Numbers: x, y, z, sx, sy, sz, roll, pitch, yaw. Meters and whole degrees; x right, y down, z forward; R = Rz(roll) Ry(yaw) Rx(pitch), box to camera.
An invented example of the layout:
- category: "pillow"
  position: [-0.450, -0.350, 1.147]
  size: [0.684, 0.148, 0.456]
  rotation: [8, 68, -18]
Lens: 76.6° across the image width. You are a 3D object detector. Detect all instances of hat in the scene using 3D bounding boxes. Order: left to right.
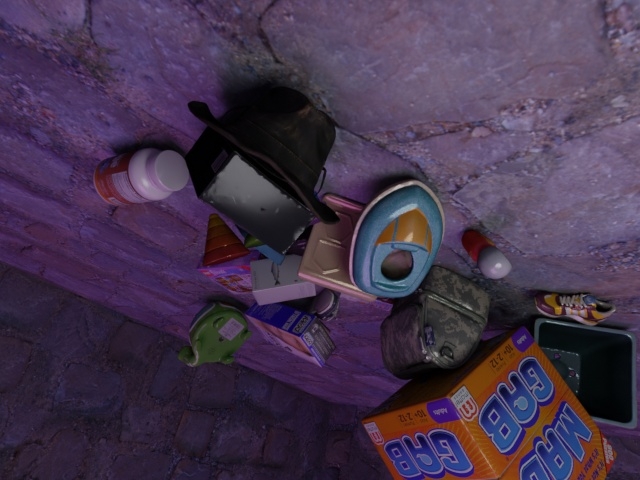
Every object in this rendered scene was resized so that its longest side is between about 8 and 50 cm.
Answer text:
- category: "hat"
  position: [-0.051, -0.167, 0.671]
  size: [0.331, 0.134, 0.331]
  rotation: [41, -175, -5]

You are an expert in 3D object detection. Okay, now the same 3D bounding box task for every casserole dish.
- category: "casserole dish"
  position: [-0.158, -0.004, 1.110]
  size: [0.037, 0.114, 0.188]
  rotation: [-41, 129, 6]

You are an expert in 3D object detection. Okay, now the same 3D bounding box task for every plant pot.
- category: "plant pot"
  position: [0.734, 0.383, 1.201]
  size: [0.248, 0.246, 0.252]
  rotation: [7, 165, 16]

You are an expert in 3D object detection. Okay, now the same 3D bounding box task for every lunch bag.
- category: "lunch bag"
  position: [0.303, 0.251, 1.130]
  size: [0.213, 0.255, 0.305]
  rotation: [27, 151, -2]

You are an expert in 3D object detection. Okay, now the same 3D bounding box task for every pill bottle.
- category: "pill bottle"
  position: [-0.418, -0.150, 0.951]
  size: [0.216, 0.121, 0.121]
  rotation: [-3, 146, 31]

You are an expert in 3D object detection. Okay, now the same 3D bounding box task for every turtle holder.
- category: "turtle holder"
  position: [-0.476, 0.424, 1.820]
  size: [0.244, 0.320, 0.227]
  rotation: [13, -164, -35]

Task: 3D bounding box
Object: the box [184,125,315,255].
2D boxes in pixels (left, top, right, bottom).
- category: "box"
  position: [-0.142, -0.106, 0.762]
  size: [0.184, 0.103, 0.261]
  rotation: [34, -172, -32]

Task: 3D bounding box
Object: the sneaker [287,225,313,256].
- category: "sneaker"
  position: [0.000, 0.000, 1.046]
  size: [0.287, 0.108, 0.130]
  rotation: [13, 162, 21]

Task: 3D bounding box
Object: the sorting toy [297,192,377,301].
- category: "sorting toy"
  position: [0.066, 0.017, 0.940]
  size: [0.193, 0.208, 0.038]
  rotation: [19, 178, -5]

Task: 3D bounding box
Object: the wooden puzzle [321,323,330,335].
- category: "wooden puzzle"
  position: [-0.101, 0.372, 1.804]
  size: [0.239, 0.044, 0.221]
  rotation: [-5, 145, 26]

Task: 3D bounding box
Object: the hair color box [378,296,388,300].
- category: "hair color box"
  position: [0.195, 0.133, 1.219]
  size: [0.072, 0.043, 0.141]
  rotation: [18, 152, -5]

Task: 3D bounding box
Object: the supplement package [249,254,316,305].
- category: "supplement package"
  position: [-0.112, 0.115, 1.218]
  size: [0.180, 0.105, 0.105]
  rotation: [-10, 149, -3]

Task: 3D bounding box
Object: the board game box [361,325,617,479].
- category: "board game box"
  position: [0.403, 0.494, 1.022]
  size: [0.356, 0.357, 0.356]
  rotation: [58, 142, 14]

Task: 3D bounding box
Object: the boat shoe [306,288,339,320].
- category: "boat shoe"
  position: [0.020, 0.239, 1.443]
  size: [0.079, 0.095, 0.254]
  rotation: [23, 152, -10]

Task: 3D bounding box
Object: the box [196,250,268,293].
- category: "box"
  position: [-0.258, 0.118, 1.408]
  size: [0.294, 0.057, 0.201]
  rotation: [-6, 145, 35]

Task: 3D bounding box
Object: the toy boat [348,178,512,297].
- category: "toy boat"
  position: [0.223, 0.014, 0.833]
  size: [0.319, 0.148, 0.267]
  rotation: [5, 115, -8]

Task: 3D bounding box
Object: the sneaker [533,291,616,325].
- category: "sneaker"
  position: [0.639, 0.158, 1.023]
  size: [0.186, 0.069, 0.083]
  rotation: [12, 143, -5]

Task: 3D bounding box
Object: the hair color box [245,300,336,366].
- category: "hair color box"
  position: [-0.121, 0.345, 1.565]
  size: [0.339, 0.110, 0.185]
  rotation: [7, 137, 44]

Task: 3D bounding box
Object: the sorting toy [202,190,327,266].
- category: "sorting toy"
  position: [-0.150, -0.049, 0.946]
  size: [0.366, 0.126, 0.127]
  rotation: [-23, 173, 30]

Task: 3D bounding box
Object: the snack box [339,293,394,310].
- category: "snack box"
  position: [0.156, 0.198, 1.376]
  size: [0.178, 0.022, 0.064]
  rotation: [15, 150, 2]
